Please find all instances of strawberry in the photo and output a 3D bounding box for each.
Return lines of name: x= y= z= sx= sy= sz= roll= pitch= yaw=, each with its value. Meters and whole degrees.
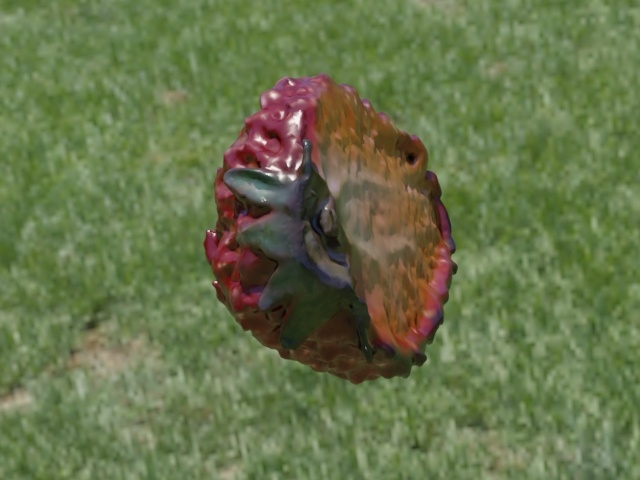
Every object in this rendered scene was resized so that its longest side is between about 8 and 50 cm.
strawberry: x=0.000 y=0.000 z=0.986 sx=0.111 sy=0.190 sz=0.236 roll=-18 pitch=-4 yaw=23
